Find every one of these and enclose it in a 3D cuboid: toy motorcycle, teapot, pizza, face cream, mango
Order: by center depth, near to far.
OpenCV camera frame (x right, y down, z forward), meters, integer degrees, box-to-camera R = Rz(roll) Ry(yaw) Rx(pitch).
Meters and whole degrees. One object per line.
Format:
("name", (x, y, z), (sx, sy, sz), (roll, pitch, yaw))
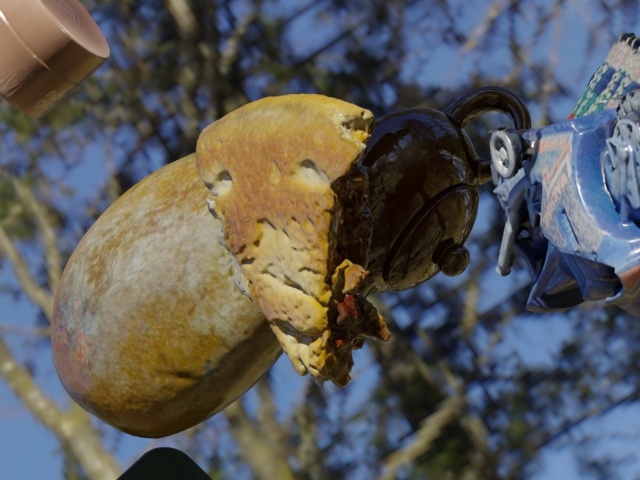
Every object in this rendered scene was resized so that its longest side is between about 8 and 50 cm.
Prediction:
("toy motorcycle", (0.142, -0.013, 1.002), (0.076, 0.114, 0.205), (-16, 0, -19))
("pizza", (0.000, 0.000, 1.282), (0.154, 0.193, 0.069), (-4, 12, 44))
("mango", (-0.087, 0.022, 1.527), (0.316, 0.192, 0.146), (-46, -35, 21))
("teapot", (0.088, -0.032, 1.677), (0.252, 0.135, 0.178), (-42, -18, -13))
("face cream", (-0.316, -0.222, 2.158), (0.104, 0.149, 0.149), (-39, -26, 12))

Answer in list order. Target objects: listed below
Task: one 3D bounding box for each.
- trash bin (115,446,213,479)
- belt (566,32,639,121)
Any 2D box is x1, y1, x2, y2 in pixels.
("trash bin", (-0.147, 0.351, 1.774), (0.158, 0.223, 0.343), (-42, -10, -29))
("belt", (0.289, -0.014, 1.395), (0.207, 0.295, 0.160), (21, -74, -52))
